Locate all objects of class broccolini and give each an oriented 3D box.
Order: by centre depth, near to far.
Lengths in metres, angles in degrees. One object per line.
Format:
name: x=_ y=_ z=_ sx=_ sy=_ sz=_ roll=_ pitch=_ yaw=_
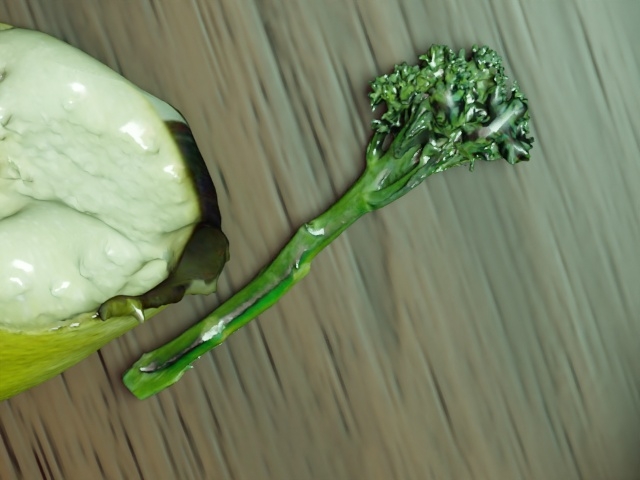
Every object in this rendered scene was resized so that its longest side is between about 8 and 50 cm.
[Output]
broccolini: x=-0.004 y=-0.003 z=0.857 sx=0.254 sy=0.057 sz=0.071 roll=-41 pitch=51 yaw=9

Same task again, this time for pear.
pear: x=-0.192 y=0.006 z=0.817 sx=0.267 sy=0.267 sz=0.178 roll=30 pitch=125 yaw=0
